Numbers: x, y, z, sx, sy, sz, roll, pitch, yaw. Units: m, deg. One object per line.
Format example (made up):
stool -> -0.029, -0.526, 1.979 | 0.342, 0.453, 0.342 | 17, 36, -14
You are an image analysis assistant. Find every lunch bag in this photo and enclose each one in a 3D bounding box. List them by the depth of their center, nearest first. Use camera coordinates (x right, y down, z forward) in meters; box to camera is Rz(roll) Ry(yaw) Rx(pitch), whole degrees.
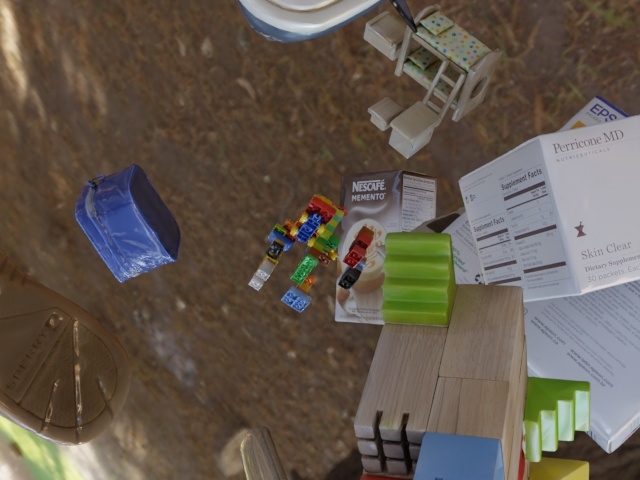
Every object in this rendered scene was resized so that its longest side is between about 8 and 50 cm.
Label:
lunch bag -> -0.177, -0.016, 0.783 | 0.067, 0.065, 0.098 | -93, -23, -62

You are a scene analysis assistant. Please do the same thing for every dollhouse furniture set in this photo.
dollhouse furniture set -> 0.101, -0.224, 1.098 | 0.182, 0.161, 0.101 | 41, 150, 19

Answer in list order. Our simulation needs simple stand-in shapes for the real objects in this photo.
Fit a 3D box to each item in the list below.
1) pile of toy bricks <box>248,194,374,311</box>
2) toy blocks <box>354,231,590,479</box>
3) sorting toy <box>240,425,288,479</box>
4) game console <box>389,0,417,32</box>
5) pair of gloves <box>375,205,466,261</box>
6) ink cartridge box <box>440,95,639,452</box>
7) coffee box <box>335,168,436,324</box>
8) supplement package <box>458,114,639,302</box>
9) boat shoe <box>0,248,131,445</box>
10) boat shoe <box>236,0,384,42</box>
pile of toy bricks -> 0.000, 0.000, 1.103 | 0.118, 0.105, 0.212 | 33, 144, -5
toy blocks -> 0.093, 0.223, 0.640 | 0.190, 0.261, 0.381 | 2, 128, 18
sorting toy -> 0.010, 0.269, 0.522 | 0.307, 0.041, 0.229 | -136, 32, -73
game console -> 0.090, -0.316, 0.989 | 0.122, 0.071, 0.107 | -100, 28, -48
pair of gloves -> 0.225, 0.037, 1.292 | 0.240, 0.204, 0.042 | 36, 141, 38
ink cartridge box -> 0.341, 0.027, 1.060 | 0.324, 0.330, 0.071 | 46, 172, 31
coffee box -> 0.107, 0.014, 1.445 | 0.141, 0.098, 0.247 | -2, 84, 45
supplement package -> 0.306, -0.039, 0.867 | 0.204, 0.261, 0.145 | 147, 109, -77
boat shoe -> -0.277, 0.026, 0.592 | 0.110, 0.122, 0.341 | 4, 140, 44
boat shoe -> 0.028, -0.189, 0.458 | 0.095, 0.255, 0.079 | 29, 155, -6
